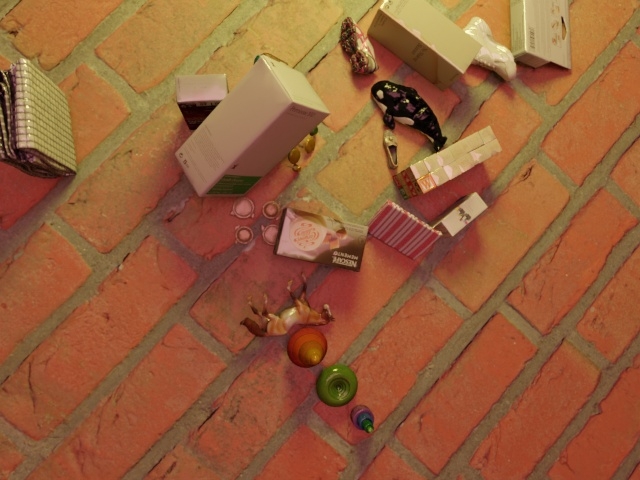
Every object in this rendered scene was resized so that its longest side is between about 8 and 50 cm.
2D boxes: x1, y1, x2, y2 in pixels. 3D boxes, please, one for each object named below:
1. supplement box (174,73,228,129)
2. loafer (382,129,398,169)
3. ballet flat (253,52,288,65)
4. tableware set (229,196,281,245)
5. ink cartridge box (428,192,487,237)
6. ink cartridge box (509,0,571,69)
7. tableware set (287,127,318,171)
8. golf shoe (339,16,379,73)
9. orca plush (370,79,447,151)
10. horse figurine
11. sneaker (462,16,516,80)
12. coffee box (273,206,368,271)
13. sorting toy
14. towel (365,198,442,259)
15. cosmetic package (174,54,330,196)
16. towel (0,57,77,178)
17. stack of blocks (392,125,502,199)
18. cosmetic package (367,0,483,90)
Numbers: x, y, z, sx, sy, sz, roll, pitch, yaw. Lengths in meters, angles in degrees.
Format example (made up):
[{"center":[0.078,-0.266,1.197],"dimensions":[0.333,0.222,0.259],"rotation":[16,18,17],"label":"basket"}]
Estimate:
[{"center":[-0.312,-0.371,1.286],"dimensions":[0.130,0.239,0.073],"rotation":[-5,88,-8],"label":"supplement box"},{"center":[0.223,-0.283,1.458],"dimensions":[0.045,0.039,0.125],"rotation":[-9,89,-8],"label":"loafer"},{"center":[-0.124,-0.380,1.392],"dimensions":[0.124,0.116,0.342],"rotation":[-2,84,-27],"label":"ballet flat"},{"center":[-0.186,-0.056,1.403],"dimensions":[0.169,0.020,0.141],"rotation":[3,88,-9],"label":"tableware set"},{"center":[0.405,-0.064,1.443],"dimensions":[0.181,0.104,0.061],"rotation":[-38,92,-7],"label":"ink cartridge box"},{"center":[0.714,-0.700,1.532],"dimensions":[0.239,0.060,0.274],"rotation":[4,84,-33],"label":"ink cartridge box"},{"center":[-0.055,-0.280,1.405],"dimensions":[0.024,0.104,0.154],"rotation":[22,98,32],"label":"tableware set"},{"center":[0.119,-0.596,1.452],"dimensions":[0.086,0.067,0.186],"rotation":[-16,85,-40],"label":"golf shoe"},{"center":[0.278,-0.390,1.430],"dimensions":[0.151,0.102,0.287],"rotation":[-36,89,-11],"label":"orca plush"},{"center":[-0.104,0.210,1.373],"dimensions":[0.263,0.066,0.174],"rotation":[-25,109,-16],"label":"horse figurine"},{"center":[0.518,-0.582,1.498],"dimensions":[0.115,0.090,0.232],"rotation":[-41,88,2],"label":"sneaker"},{"center":[0.000,0.000,1.379],"dimensions":[0.247,0.098,0.141],"rotation":[14,86,-12],"label":"coffee box"},{"center":[0.047,0.415,1.344],"dimensions":[0.127,0.126,0.365],"rotation":[-38,100,-8],"label":"sorting toy"},{"center":[0.245,-0.031,1.410],"dimensions":[0.197,0.144,0.029],"rotation":[31,49,-7],"label":"towel"},{"center":[-0.181,-0.279,1.231],"dimensions":[0.366,0.197,0.155],"rotation":[-38,77,28],"label":"cosmetic package"},{"center":[-0.736,-0.292,1.202],"dimensions":[0.122,0.284,0.234],"rotation":[-7,88,-7],"label":"towel"},{"center":[0.384,-0.232,1.414],"dimensions":[0.297,0.171,0.087],"rotation":[-28,92,-9],"label":"stack of blocks"},{"center":[0.308,-0.608,1.425],"dimensions":[0.309,0.160,0.113],"rotation":[36,85,-4],"label":"cosmetic package"}]
